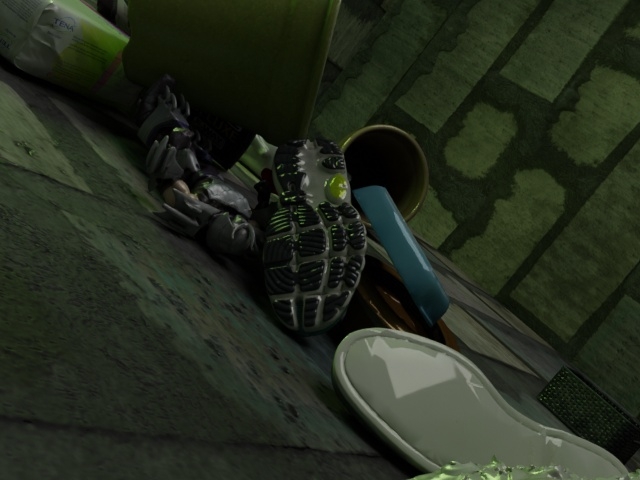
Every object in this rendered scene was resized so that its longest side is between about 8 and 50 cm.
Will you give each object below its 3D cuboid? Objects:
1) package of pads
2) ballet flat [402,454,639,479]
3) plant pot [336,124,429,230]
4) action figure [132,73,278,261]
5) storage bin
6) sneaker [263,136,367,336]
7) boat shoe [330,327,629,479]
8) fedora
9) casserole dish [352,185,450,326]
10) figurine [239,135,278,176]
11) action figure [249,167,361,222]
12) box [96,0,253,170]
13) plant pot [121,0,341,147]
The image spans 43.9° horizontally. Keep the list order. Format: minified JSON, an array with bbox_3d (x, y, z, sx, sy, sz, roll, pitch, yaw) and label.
[{"bbox_3d":[-0.374,-0.293,1.081,0.229,0.101,0.296,39,8,14],"label":"package of pads"},{"bbox_3d":[0.190,0.223,0.587,0.409,0.147,0.147,31,11,-45],"label":"ballet flat"},{"bbox_3d":[0.114,-0.161,2.044,0.263,0.263,0.229,35,-8,-19],"label":"plant pot"},{"bbox_3d":[-0.136,-0.073,0.910,0.185,0.099,0.285,42,7,-45],"label":"action figure"},{"bbox_3d":[0.513,0.329,1.495,0.122,0.084,0.180,28,14,-51],"label":"storage bin"},{"bbox_3d":[0.000,0.000,0.874,0.275,0.107,0.110,-87,172,-47],"label":"sneaker"},{"bbox_3d":[0.136,0.191,0.731,0.319,0.116,0.099,30,-34,-10],"label":"boat shoe"},{"bbox_3d":[0.077,0.099,0.919,0.194,0.079,0.194,39,16,-13],"label":"fedora"},{"bbox_3d":[0.093,0.011,0.890,0.188,0.037,0.114,63,6,35],"label":"casserole dish"},{"bbox_3d":[-0.052,-0.126,1.609,0.209,0.092,0.215,45,11,17],"label":"figurine"},{"bbox_3d":[-0.027,-0.051,1.248,0.280,0.091,0.139,28,21,-48],"label":"action figure"},{"bbox_3d":[-0.219,-0.274,1.274,0.307,0.076,0.242,40,-24,-5],"label":"box"},{"bbox_3d":[-0.115,-0.267,1.053,0.254,0.276,0.276,14,10,-2],"label":"plant pot"}]
